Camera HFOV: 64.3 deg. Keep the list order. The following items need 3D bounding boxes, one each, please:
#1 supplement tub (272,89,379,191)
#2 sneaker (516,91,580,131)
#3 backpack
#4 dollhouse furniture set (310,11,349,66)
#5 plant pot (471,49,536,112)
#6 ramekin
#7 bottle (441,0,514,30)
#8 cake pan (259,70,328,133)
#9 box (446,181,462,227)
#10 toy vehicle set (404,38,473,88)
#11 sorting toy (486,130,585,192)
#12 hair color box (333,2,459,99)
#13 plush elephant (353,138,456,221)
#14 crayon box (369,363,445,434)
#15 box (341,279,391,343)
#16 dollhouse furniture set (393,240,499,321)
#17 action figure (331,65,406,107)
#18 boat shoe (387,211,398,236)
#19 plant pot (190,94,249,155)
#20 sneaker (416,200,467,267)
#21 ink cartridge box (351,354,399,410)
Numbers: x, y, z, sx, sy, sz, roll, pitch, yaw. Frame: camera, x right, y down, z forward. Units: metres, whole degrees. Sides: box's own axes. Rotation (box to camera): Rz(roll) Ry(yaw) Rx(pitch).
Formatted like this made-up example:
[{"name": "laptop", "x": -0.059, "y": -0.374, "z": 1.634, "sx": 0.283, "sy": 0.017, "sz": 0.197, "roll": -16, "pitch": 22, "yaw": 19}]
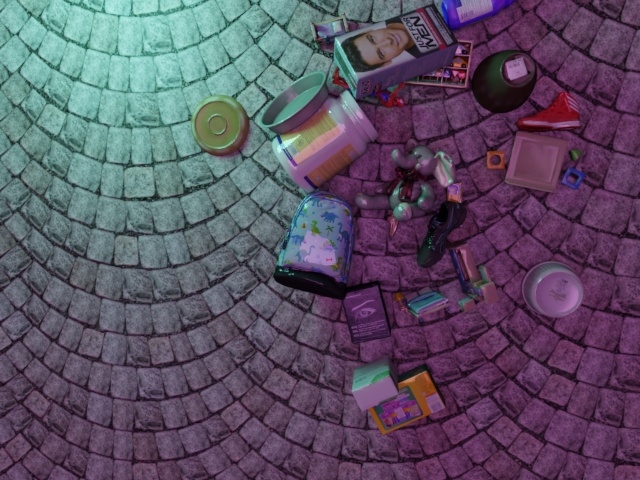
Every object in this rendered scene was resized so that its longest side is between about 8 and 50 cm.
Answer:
[{"name": "supplement tub", "x": 0.019, "y": -0.355, "z": 1.828, "sx": 0.331, "sy": 0.241, "sz": 0.241, "roll": -35, "pitch": 91, "yaw": 10}, {"name": "sneaker", "x": 0.803, "y": -0.455, "z": 1.799, "sx": 0.221, "sy": 0.087, "sz": 0.128, "roll": 1, "pitch": 89, "yaw": -4}, {"name": "backpack", "x": 0.000, "y": 0.000, "z": 1.872, "sx": 0.289, "sy": 0.273, "sz": 0.356, "roll": 16, "pitch": 68, "yaw": 9}, {"name": "dollhouse furniture set", "x": 0.054, "y": -0.697, "z": 1.837, "sx": 0.129, "sy": 0.129, "sz": 0.184, "roll": -13, "pitch": 95, "yaw": 9}, {"name": "plant pot", "x": 0.639, "y": -0.555, "z": 1.723, "sx": 0.215, "sy": 0.230, "sz": 0.216, "roll": 1, "pitch": 97, "yaw": 8}, {"name": "ramekin", "x": 0.847, "y": 0.183, "z": 1.848, "sx": 0.207, "sy": 0.109, "sz": 0.207, "roll": 1, "pitch": 97, "yaw": 8}, {"name": "bottle", "x": 0.570, "y": -0.832, "z": 1.768, "sx": 0.282, "sy": 0.092, "sz": 0.118, "roll": -18, "pitch": 95, "yaw": 9}, {"name": "cake pan", "x": -0.088, "y": -0.490, "z": 1.824, "sx": 0.293, "sy": 0.293, "sz": 0.054, "roll": -36, "pitch": 122, "yaw": 10}, {"name": "box", "x": 0.494, "y": -0.131, "z": 1.882, "sx": 0.054, "sy": 0.059, "sz": 0.169, "roll": -2, "pitch": 97, "yaw": 10}, {"name": "toy vehicle set", "x": 0.405, "y": -0.644, "z": 1.842, "sx": 0.266, "sy": 0.035, "sz": 0.166, "roll": 7, "pitch": 98, "yaw": 7}, {"name": "sorting toy", "x": 0.771, "y": -0.283, "z": 1.834, "sx": 0.347, "sy": 0.047, "sz": 0.196, "roll": 12, "pitch": 94, "yaw": 6}, {"name": "hair color box", "x": 0.252, "y": -0.642, "z": 1.726, "sx": 0.374, "sy": 0.114, "sz": 0.186, "roll": -23, "pitch": 73, "yaw": -8}, {"name": "plush elephant", "x": 0.323, "y": -0.222, "z": 1.789, "sx": 0.329, "sy": 0.271, "sz": 0.256, "roll": -6, "pitch": 108, "yaw": -30}, {"name": "crayon box", "x": 0.325, "y": 0.619, "z": 1.987, "sx": 0.278, "sy": 0.081, "sz": 0.165, "roll": -27, "pitch": 92, "yaw": 10}, {"name": "box", "x": 0.175, "y": 0.273, "z": 1.951, "sx": 0.153, "sy": 0.108, "sz": 0.207, "roll": -12, "pitch": 95, "yaw": 9}, {"name": "dollhouse furniture set", "x": 0.414, "y": 0.154, "z": 1.813, "sx": 0.303, "sy": 0.286, "sz": 0.198, "roll": -21, "pitch": 94, "yaw": -2}, {"name": "action figure", "x": 0.195, "y": -0.567, "z": 1.814, "sx": 0.280, "sy": 0.092, "sz": 0.139, "roll": 21, "pitch": 127, "yaw": -17}, {"name": "boat shoe", "x": 0.276, "y": -0.082, "z": 1.926, "sx": 0.045, "sy": 0.050, "sz": 0.136, "roll": 15, "pitch": 89, "yaw": 9}, {"name": "plant pot", "x": -0.397, "y": -0.448, "z": 1.979, "sx": 0.236, "sy": 0.032, "sz": 0.237, "roll": 1, "pitch": 98, "yaw": 7}, {"name": "sneaker", "x": 0.406, "y": -0.026, "z": 1.803, "sx": 0.101, "sy": 0.106, "sz": 0.268, "roll": 41, "pitch": 108, "yaw": 44}, {"name": "ink cartridge box", "x": 0.209, "y": 0.533, "z": 1.927, "sx": 0.154, "sy": 0.212, "sz": 0.093, "roll": -27, "pitch": 96, "yaw": 9}]
